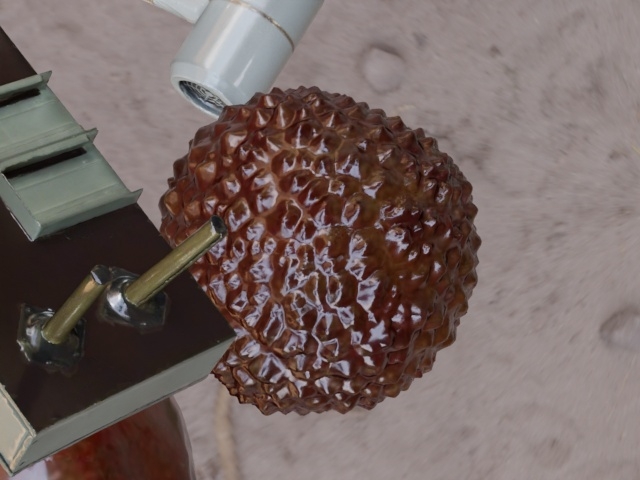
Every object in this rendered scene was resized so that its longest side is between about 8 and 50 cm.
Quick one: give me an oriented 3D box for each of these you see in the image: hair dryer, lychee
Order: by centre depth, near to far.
[{"bbox_3d":[0.000,0.000,1.312,0.264,0.264,0.300,17,51,11],"label":"lychee"},{"bbox_3d":[-0.188,-0.272,1.819,0.357,0.107,0.173,26,73,17],"label":"hair dryer"}]

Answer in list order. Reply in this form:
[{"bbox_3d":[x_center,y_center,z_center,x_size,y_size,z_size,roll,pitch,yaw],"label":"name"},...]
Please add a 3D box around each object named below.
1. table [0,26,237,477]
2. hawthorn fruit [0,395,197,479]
[{"bbox_3d":[-0.145,-0.035,0.758,0.240,0.121,0.111,51,136,15],"label":"table"},{"bbox_3d":[-0.244,0.228,1.511,0.308,0.324,0.308,-23,52,32],"label":"hawthorn fruit"}]
